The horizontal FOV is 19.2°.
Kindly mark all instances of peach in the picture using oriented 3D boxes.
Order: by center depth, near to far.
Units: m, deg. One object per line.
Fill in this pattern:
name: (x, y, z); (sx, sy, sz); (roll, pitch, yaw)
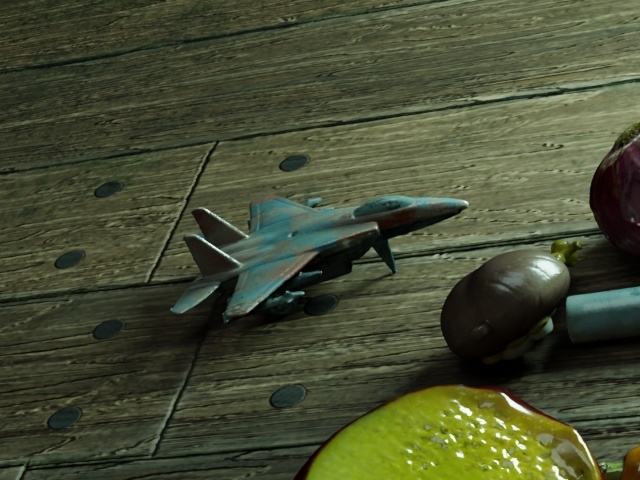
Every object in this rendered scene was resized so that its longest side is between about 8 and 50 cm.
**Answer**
peach: (0.089, 0.239, 1.443); (0.274, 0.248, 0.245); (-46, 0, -29)

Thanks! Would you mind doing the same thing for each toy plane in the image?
toy plane: (0.002, 0.006, 2.005); (0.326, 0.104, 0.223); (-7, 33, 12)

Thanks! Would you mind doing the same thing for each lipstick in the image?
lipstick: (0.313, 0.066, 1.785); (0.158, 0.048, 0.048); (-9, 32, 18)

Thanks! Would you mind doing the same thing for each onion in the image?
onion: (0.352, -0.058, 1.870); (0.177, 0.153, 0.177); (-28, 32, 19)

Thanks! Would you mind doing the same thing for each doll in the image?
doll: (0.197, 0.052, 1.819); (0.188, 0.096, 0.145); (-32, -1, -30)

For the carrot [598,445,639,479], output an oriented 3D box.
carrot: (0.355, 0.203, 1.544); (0.257, 0.061, 0.061); (2, 35, 14)
